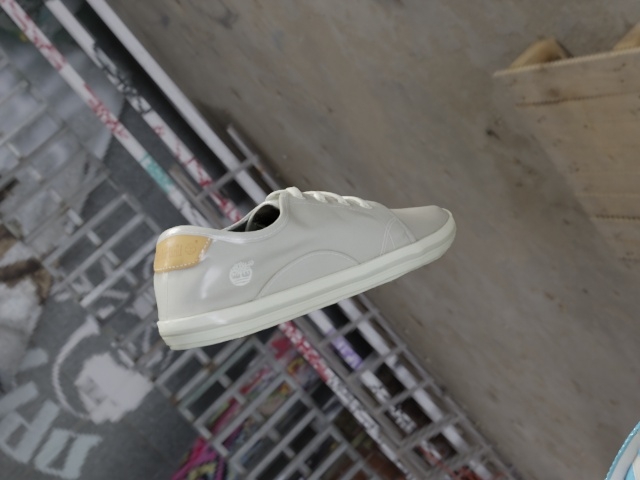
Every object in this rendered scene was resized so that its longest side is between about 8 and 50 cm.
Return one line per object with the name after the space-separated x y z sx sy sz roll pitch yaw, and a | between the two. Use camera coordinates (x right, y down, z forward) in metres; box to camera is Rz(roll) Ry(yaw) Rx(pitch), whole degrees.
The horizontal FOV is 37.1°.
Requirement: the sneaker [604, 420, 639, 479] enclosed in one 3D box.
0.265 0.203 0.738 0.092 0.228 0.087 27 -172 24 | sneaker

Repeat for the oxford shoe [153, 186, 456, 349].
0.000 0.000 1.048 0.169 0.449 0.130 -16 91 44 | oxford shoe
